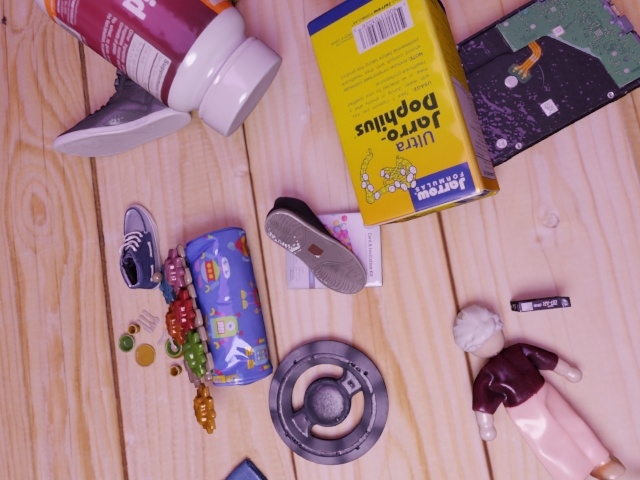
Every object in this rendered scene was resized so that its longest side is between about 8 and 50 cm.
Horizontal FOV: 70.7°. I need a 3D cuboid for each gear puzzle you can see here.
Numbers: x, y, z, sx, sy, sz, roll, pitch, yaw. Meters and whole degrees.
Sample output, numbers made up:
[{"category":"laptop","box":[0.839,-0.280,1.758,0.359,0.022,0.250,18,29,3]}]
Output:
[{"category":"gear puzzle","box":[-0.255,0.190,0.840,0.044,0.175,0.338,-9,70,-32]}]

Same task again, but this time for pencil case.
[{"category":"pencil case","box":[-0.182,0.126,0.869,0.133,0.119,0.306,-13,82,-5]}]

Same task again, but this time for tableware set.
[{"category":"tableware set","box":[-0.346,0.225,0.939,0.154,0.024,0.104,33,91,11]}]

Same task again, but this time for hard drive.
[{"category":"hard drive","box":[0.393,-0.308,0.836,0.339,0.064,0.237,-30,80,7]}]

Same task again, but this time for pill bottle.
[{"category":"pill bottle","box":[-0.282,-0.386,0.837,0.392,0.224,0.224,36,92,-10]}]

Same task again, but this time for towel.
[{"category":"towel","box":[-0.162,0.488,0.877,0.067,0.029,0.119,44,94,11]}]

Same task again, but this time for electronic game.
[{"category":"electronic game","box":[0.013,0.304,0.853,0.229,0.048,0.229,-1,85,10]}]

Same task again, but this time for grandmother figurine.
[{"category":"grandmother figurine","box":[0.347,0.265,0.777,0.208,0.104,0.342,-28,76,-21]}]

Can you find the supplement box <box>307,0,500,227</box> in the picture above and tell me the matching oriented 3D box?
[{"category":"supplement box","box":[0.146,-0.220,0.767,0.195,0.194,0.356,-18,86,29]}]

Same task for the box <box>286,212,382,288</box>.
[{"category":"box","box":[0.026,0.022,0.884,0.186,0.038,0.145,-2,84,9]}]

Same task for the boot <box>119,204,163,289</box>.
[{"category":"boot","box":[-0.379,0.010,0.934,0.069,0.086,0.190,-21,81,8]}]

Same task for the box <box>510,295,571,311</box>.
[{"category":"box","box":[0.385,0.112,0.795,0.083,0.067,0.018,-8,82,9]}]

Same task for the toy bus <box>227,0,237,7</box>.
[{"category":"toy bus","box":[-0.171,-0.625,0.946,0.130,0.108,0.332,44,93,12]}]

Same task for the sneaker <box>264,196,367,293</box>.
[{"category":"sneaker","box":[0.000,0.000,0.836,0.222,0.118,0.083,41,110,-16]}]

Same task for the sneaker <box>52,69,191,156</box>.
[{"category":"sneaker","box":[-0.434,-0.282,0.969,0.296,0.104,0.146,-17,80,2]}]
